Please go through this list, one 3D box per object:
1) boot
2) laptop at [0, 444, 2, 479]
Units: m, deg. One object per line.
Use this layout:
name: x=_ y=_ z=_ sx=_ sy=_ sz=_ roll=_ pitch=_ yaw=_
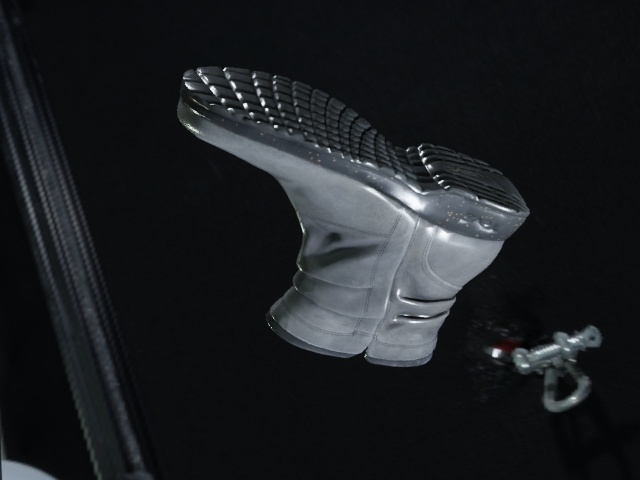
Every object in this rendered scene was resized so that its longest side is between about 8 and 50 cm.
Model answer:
boot: x=0.000 y=0.000 z=0.822 sx=0.223 sy=0.338 sz=0.118 roll=-59 pitch=-161 yaw=27
laptop: x=-0.250 y=0.126 z=0.285 sx=0.136 sy=0.264 sz=0.234 roll=-39 pitch=-134 yaw=21
